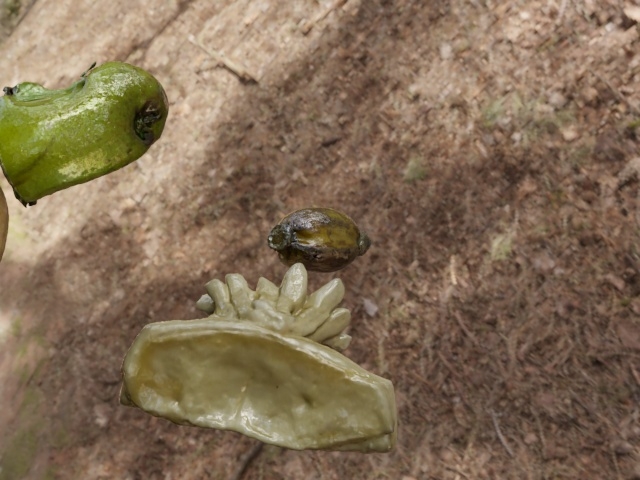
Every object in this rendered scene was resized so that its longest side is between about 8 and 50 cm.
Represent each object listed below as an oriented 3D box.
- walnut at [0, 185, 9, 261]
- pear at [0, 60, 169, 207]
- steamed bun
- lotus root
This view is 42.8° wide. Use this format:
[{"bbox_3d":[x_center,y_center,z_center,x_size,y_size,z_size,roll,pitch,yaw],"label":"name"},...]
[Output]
[{"bbox_3d":[-0.666,-0.001,1.199,0.383,0.383,0.383,-33,37,29],"label":"walnut"},{"bbox_3d":[-0.379,-0.191,1.320,0.255,0.164,0.238,-15,27,5],"label":"pear"},{"bbox_3d":[-0.084,0.169,1.259,0.189,0.428,0.247,-54,-32,-75],"label":"steamed bun"},{"bbox_3d":[0.000,0.000,1.463,0.120,0.209,0.120,-10,78,56],"label":"lotus root"}]
